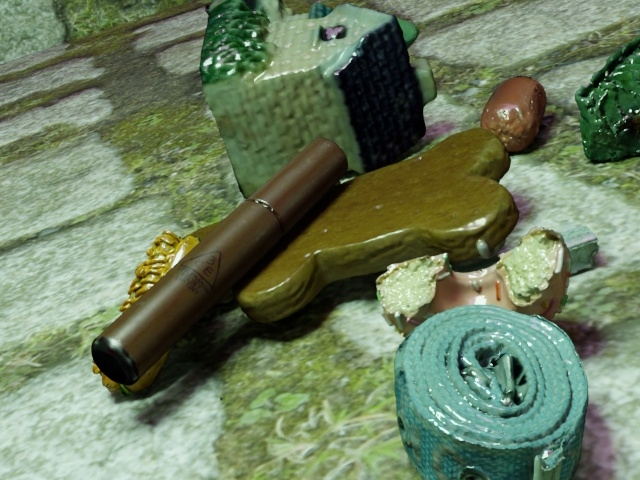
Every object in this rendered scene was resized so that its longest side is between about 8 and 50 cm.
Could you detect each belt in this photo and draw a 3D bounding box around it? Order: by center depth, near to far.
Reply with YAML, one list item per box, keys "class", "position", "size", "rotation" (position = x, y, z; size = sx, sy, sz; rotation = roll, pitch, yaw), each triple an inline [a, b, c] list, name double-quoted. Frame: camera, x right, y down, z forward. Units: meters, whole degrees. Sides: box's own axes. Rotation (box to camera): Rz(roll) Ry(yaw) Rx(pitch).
- class: "belt"
  position: [0.123, 0.121, 0.701]
  size: [0.148, 0.082, 0.163]
  rotation: [11, 32, 27]

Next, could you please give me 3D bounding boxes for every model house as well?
- class: "model house"
  position: [0.010, -0.229, 1.299]
  size: [0.285, 0.243, 0.298]
  rotation: [-7, 38, 9]

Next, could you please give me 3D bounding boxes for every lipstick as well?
- class: "lipstick"
  position: [-0.087, 0.009, 0.943]
  size: [0.057, 0.057, 0.356]
  rotation: [5, 37, 38]

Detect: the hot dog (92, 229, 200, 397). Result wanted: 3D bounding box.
- class: "hot dog"
  position: [-0.166, 0.065, 0.946]
  size: [0.072, 0.055, 0.188]
  rotation: [-7, 53, 41]

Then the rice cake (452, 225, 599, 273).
- class: "rice cake"
  position: [0.162, 0.034, 0.906]
  size: [0.211, 0.034, 0.043]
  rotation: [-18, 22, -3]

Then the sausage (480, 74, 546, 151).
- class: "sausage"
  position: [0.243, -0.161, 1.207]
  size: [0.076, 0.076, 0.141]
  rotation: [-2, 29, 27]

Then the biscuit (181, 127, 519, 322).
- class: "biscuit"
  position: [0.001, 0.001, 1.025]
  size: [0.432, 0.064, 0.283]
  rotation: [-18, 24, 18]

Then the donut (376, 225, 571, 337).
- class: "donut"
  position: [0.137, 0.052, 0.810]
  size: [0.166, 0.117, 0.065]
  rotation: [-15, 52, 24]

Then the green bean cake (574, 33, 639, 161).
- class: "green bean cake"
  position: [0.417, -0.163, 1.070]
  size: [0.208, 0.107, 0.193]
  rotation: [13, 37, 43]
